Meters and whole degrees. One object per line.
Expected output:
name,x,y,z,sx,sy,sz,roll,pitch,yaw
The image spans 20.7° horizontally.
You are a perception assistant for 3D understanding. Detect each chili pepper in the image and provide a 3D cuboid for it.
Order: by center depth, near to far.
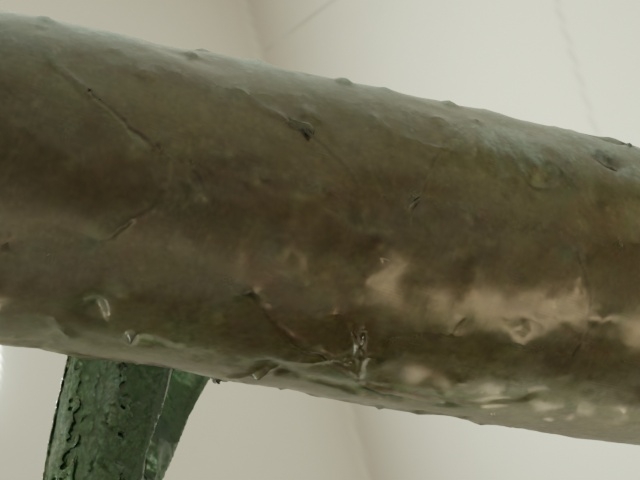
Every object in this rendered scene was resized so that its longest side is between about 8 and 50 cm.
chili pepper,-0.087,0.071,0.723,0.088,0.059,0.226,32,-127,-17

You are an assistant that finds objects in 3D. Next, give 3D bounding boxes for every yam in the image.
yam,0.000,0.000,0.487,0.259,0.093,0.093,11,-119,-16
